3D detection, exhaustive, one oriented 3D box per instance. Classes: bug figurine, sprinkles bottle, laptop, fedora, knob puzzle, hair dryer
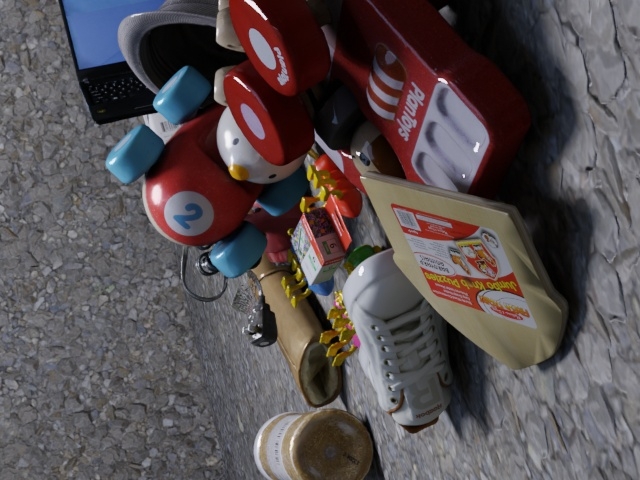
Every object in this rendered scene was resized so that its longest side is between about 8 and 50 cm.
[{"bbox_3d":[0.024,0.024,1.544,0.216,0.072,0.279,64,159,23],"label":"bug figurine"},{"bbox_3d":[-0.017,0.313,1.917,0.355,0.121,0.121,142,113,-76],"label":"sprinkles bottle"},{"bbox_3d":[-0.259,-0.303,1.959,0.264,0.234,0.136,-123,23,-58],"label":"laptop"},{"bbox_3d":[-0.130,-0.266,1.664,0.275,0.244,0.124,73,-154,-64],"label":"fedora"},{"bbox_3d":[0.133,0.028,1.057,0.213,0.030,0.213,37,155,21],"label":"knob puzzle"},{"bbox_3d":[-0.081,-0.020,1.738,0.223,0.080,0.293,49,-136,-51],"label":"hair dryer"}]

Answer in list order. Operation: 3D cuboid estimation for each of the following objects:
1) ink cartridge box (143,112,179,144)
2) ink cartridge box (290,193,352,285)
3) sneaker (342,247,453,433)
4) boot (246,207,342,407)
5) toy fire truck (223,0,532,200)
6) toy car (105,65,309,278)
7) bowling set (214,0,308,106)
[{"bbox_3d":[-0.217,-0.205,2.169,0.086,0.148,0.203,92,161,-57],"label":"ink cartridge box"},{"bbox_3d":[0.000,0.000,1.431,0.115,0.029,0.062,118,132,-65],"label":"ink cartridge box"},{"bbox_3d":[0.095,0.106,1.282,0.290,0.106,0.123,77,170,-61],"label":"sneaker"},{"bbox_3d":[-0.049,0.077,1.907,0.269,0.089,0.236,-119,9,-50],"label":"boot"},{"bbox_3d":[0.057,-0.114,1.098,0.254,0.169,0.302,52,161,16],"label":"toy fire truck"},{"bbox_3d":[-0.095,-0.102,1.553,0.219,0.210,0.238,43,150,-17],"label":"toy car"},{"bbox_3d":[-0.032,-0.279,1.382,0.287,0.154,0.199,105,167,-68],"label":"bowling set"}]
